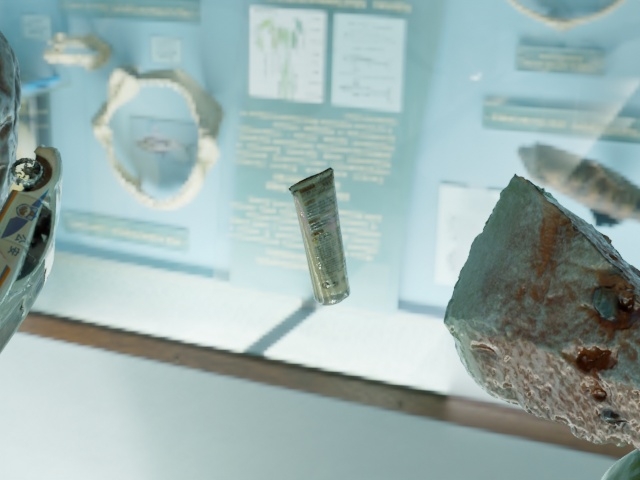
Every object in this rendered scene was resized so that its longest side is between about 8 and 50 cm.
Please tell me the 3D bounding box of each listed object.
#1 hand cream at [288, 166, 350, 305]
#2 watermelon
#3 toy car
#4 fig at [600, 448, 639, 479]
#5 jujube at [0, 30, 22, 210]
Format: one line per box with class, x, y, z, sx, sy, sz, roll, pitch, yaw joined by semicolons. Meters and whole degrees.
hand cream;0.000;0.000;1.165;0.061;0.143;0.039;-24;-155;-33
watermelon;0.183;0.066;0.771;0.094;0.154;0.241;28;-174;-37
toy car;-0.246;0.012;0.907;0.056;0.095;0.205;20;-125;-2
fig;0.288;0.206;0.858;0.233;0.167;0.167;14;-158;43
jujube;-0.468;-0.127;1.339;0.226;0.317;0.226;10;-177;0
